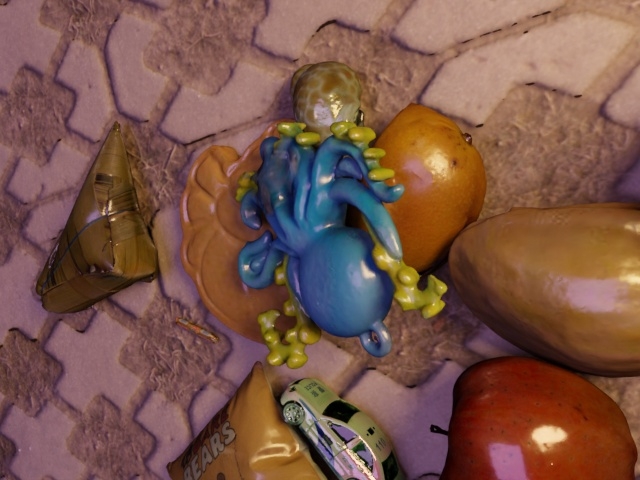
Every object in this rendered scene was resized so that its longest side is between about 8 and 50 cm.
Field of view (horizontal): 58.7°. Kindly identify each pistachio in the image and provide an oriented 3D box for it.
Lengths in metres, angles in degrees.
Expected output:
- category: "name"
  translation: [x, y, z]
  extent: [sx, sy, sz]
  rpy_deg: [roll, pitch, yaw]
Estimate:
- category: "pistachio"
  translation: [0.277, 0.059, 0.644]
  extent: [0.260, 0.163, 0.213]
  rpy_deg: [6, 111, 31]

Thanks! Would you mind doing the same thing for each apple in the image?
- category: "apple"
  translation: [0.241, 0.246, 0.660]
  extent: [0.233, 0.234, 0.234]
  rpy_deg: [4, 98, 27]

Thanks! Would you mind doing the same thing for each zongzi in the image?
- category: "zongzi"
  translation: [-0.422, -0.033, 1.027]
  extent: [0.260, 0.123, 0.289]
  rpy_deg: [-24, 75, 30]

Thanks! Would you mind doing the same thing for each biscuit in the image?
- category: "biscuit"
  translation: [-0.092, -0.010, 0.886]
  extent: [0.311, 0.057, 0.352]
  rpy_deg: [5, 99, 26]

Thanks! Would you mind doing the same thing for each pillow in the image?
- category: "pillow"
  translation: [-0.109, 0.404, 0.897]
  extent: [0.310, 0.119, 0.312]
  rpy_deg: [-53, 56, 25]

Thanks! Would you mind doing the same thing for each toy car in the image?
- category: "toy car"
  translation: [0.038, 0.288, 0.837]
  extent: [0.224, 0.090, 0.076]
  rpy_deg: [48, 111, 15]

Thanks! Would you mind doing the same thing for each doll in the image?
- category: "doll"
  translation: [0.000, 0.000, 0.721]
  extent: [0.346, 0.098, 0.341]
  rpy_deg: [-51, 54, 44]

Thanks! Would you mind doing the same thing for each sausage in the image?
- category: "sausage"
  translation: [-0.217, 0.157, 0.994]
  extent: [0.100, 0.015, 0.015]
  rpy_deg: [21, 106, 23]

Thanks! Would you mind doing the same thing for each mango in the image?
- category: "mango"
  translation: [0.114, -0.043, 0.731]
  extent: [0.166, 0.136, 0.236]
  rpy_deg: [38, 122, 11]

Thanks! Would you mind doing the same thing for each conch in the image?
- category: "conch"
  translation: [0.012, -0.177, 0.776]
  extent: [0.105, 0.116, 0.173]
  rpy_deg: [-21, 89, 27]
